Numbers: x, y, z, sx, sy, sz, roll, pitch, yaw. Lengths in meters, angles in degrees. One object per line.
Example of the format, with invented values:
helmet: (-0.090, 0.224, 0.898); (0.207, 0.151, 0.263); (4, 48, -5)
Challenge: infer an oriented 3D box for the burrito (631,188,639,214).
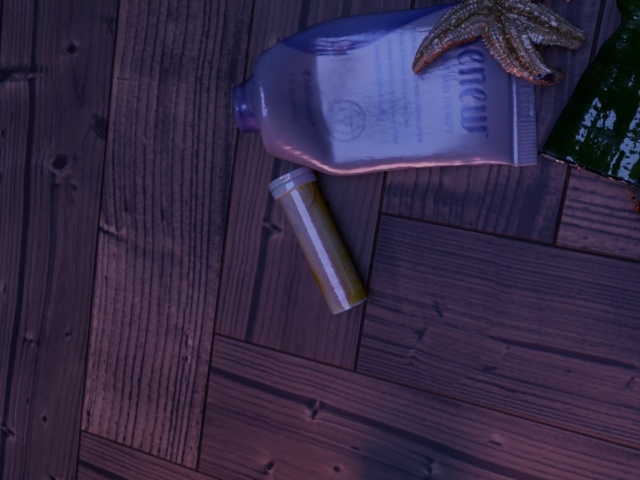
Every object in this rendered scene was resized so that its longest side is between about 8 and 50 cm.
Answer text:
burrito: (0.472, -0.068, 0.838); (0.175, 0.107, 0.348); (29, 104, 32)

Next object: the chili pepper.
chili pepper: (0.380, -0.208, 0.855); (0.099, 0.136, 0.270); (17, 102, -27)

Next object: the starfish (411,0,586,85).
starfish: (0.218, -0.283, 0.898); (0.238, 0.071, 0.216); (40, 88, 9)

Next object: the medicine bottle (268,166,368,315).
medicine bottle: (0.000, 0.000, 1.048); (0.074, 0.074, 0.218); (-26, 89, 22)

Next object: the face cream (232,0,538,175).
face cream: (0.081, -0.205, 0.985); (0.420, 0.137, 0.235); (-4, 93, 10)
